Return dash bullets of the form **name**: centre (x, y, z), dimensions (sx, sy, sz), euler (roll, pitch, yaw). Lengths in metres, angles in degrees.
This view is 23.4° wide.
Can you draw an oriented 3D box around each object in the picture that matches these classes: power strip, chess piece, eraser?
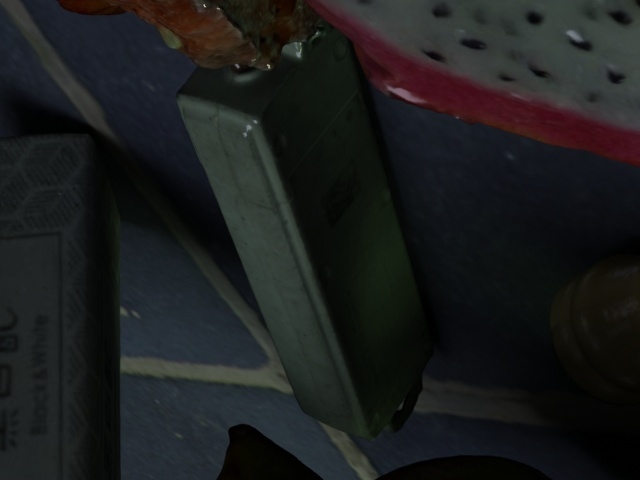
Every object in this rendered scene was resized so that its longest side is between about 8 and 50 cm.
- **power strip**: centre (0.000, 0.000, 0.757), dimensions (0.052, 0.078, 0.272), euler (20, 147, 31)
- **chess piece**: centre (0.156, 0.023, 0.646), dimensions (0.066, 0.066, 0.122), euler (41, 145, -7)
- **eraser**: centre (-0.155, 0.127, 0.801), dimensions (0.096, 0.404, 0.098), euler (-7, 145, 1)

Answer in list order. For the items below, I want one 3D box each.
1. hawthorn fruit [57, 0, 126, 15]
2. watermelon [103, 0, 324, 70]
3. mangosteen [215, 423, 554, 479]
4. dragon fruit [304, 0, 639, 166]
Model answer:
- **hawthorn fruit**: centre (-0.096, -0.143, 0.663), dimensions (0.093, 0.093, 0.093), euler (27, 149, 17)
- **watermelon**: centre (-0.057, -0.164, 0.513), dimensions (0.140, 0.193, 0.257), euler (17, 159, 32)
- **mangosteen**: centre (0.037, 0.234, 0.631), dimensions (0.307, 0.307, 0.347), euler (-36, 65, 60)
- **dragon fruit**: centre (0.094, -0.152, 0.351), dimensions (0.290, 0.189, 0.290), euler (25, 156, 12)
